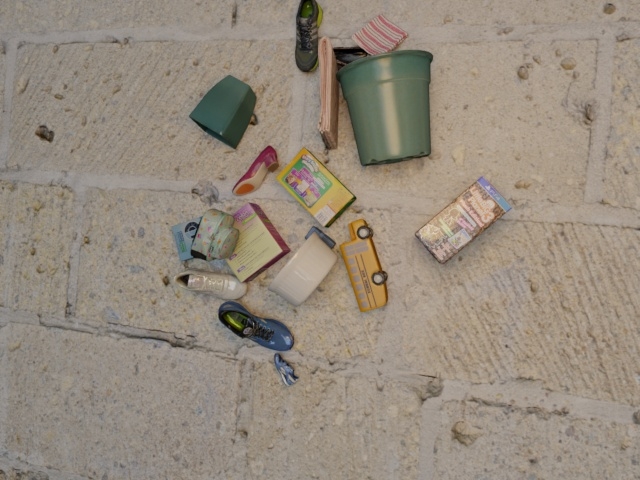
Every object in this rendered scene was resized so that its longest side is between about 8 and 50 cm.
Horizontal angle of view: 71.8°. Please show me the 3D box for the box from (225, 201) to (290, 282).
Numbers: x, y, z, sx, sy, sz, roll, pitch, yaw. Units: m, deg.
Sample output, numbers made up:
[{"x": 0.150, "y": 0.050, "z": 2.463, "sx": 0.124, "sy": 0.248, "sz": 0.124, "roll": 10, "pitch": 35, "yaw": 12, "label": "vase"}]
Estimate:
[{"x": -0.283, "y": 0.009, "z": 1.773, "sx": 0.214, "sy": 0.117, "sz": 0.243, "roll": -38, "pitch": 82, "yaw": 10, "label": "box"}]

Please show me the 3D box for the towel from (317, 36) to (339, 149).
[{"x": 0.030, "y": -0.513, "z": 1.603, "sx": 0.054, "sy": 0.332, "sz": 0.316, "roll": 2, "pitch": 90, "yaw": 6, "label": "towel"}]

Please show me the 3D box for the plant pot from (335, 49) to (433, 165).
[{"x": 0.245, "y": -0.448, "z": 1.572, "sx": 0.341, "sy": 0.341, "sz": 0.333, "roll": -7, "pitch": 96, "yaw": 13, "label": "plant pot"}]

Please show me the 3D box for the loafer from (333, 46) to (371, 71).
[{"x": 0.162, "y": -0.689, "z": 1.696, "sx": 0.303, "sy": 0.095, "sz": 0.109, "roll": 8, "pitch": 89, "yaw": 13, "label": "loafer"}]

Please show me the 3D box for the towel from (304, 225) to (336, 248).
[{"x": 0.000, "y": 0.000, "z": 1.754, "sx": 0.119, "sy": 0.029, "sz": 0.067, "roll": 38, "pitch": 97, "yaw": 12, "label": "towel"}]

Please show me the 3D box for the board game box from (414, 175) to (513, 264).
[{"x": 0.484, "y": -0.064, "z": 1.541, "sx": 0.291, "sy": 0.232, "sz": 0.141, "roll": -41, "pitch": 82, "yaw": 9, "label": "board game box"}]

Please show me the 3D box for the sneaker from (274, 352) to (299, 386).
[{"x": -0.137, "y": 0.509, "z": 1.764, "sx": 0.059, "sy": 0.053, "sz": 0.144, "roll": -28, "pitch": 91, "yaw": 12, "label": "sneaker"}]

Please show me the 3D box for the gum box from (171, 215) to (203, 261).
[{"x": -0.522, "y": -0.011, "z": 1.866, "sx": 0.185, "sy": 0.041, "sz": 0.156, "roll": -18, "pitch": 85, "yaw": 13, "label": "gum box"}]

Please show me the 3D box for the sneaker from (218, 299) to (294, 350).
[{"x": -0.261, "y": 0.353, "z": 1.734, "sx": 0.330, "sy": 0.147, "sz": 0.129, "roll": 25, "pitch": 95, "yaw": -1, "label": "sneaker"}]

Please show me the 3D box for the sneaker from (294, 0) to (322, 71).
[{"x": -0.059, "y": -0.816, "z": 1.736, "sx": 0.111, "sy": 0.121, "sz": 0.299, "roll": 0, "pitch": 89, "yaw": 13, "label": "sneaker"}]

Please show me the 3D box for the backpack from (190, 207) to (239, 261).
[{"x": -0.388, "y": -0.020, "z": 1.652, "sx": 0.145, "sy": 0.166, "sz": 0.188, "roll": 14, "pitch": 95, "yaw": 11, "label": "backpack"}]

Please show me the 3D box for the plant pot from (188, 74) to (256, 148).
[{"x": -0.372, "y": -0.528, "z": 1.785, "sx": 0.166, "sy": 0.165, "sz": 0.234, "roll": 32, "pitch": 88, "yaw": 12, "label": "plant pot"}]

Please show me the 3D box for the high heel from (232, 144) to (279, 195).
[{"x": -0.275, "y": -0.286, "z": 1.811, "sx": 0.244, "sy": 0.082, "sz": 0.117, "roll": -38, "pitch": 52, "yaw": 22, "label": "high heel"}]

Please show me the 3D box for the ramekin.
[{"x": -0.059, "y": 0.114, "z": 1.645, "sx": 0.135, "sy": 0.277, "sz": 0.277, "roll": 40, "pitch": 97, "yaw": 1, "label": "ramekin"}]

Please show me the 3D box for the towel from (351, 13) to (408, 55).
[{"x": 0.226, "y": -0.776, "z": 1.674, "sx": 0.144, "sy": 0.029, "sz": 0.197, "roll": 41, "pitch": 68, "yaw": 9, "label": "towel"}]

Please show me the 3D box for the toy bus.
[{"x": 0.167, "y": 0.091, "z": 1.675, "sx": 0.130, "sy": 0.108, "sz": 0.332, "roll": -19, "pitch": 85, "yaw": 13, "label": "toy bus"}]

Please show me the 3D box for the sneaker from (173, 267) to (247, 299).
[{"x": -0.450, "y": 0.185, "z": 1.790, "sx": 0.305, "sy": 0.152, "sz": 0.114, "roll": 8, "pitch": 90, "yaw": 12, "label": "sneaker"}]

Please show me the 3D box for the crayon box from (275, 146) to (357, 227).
[{"x": -0.017, "y": -0.203, "z": 1.704, "sx": 0.165, "sy": 0.081, "sz": 0.278, "roll": -46, "pitch": 81, "yaw": 10, "label": "crayon box"}]
